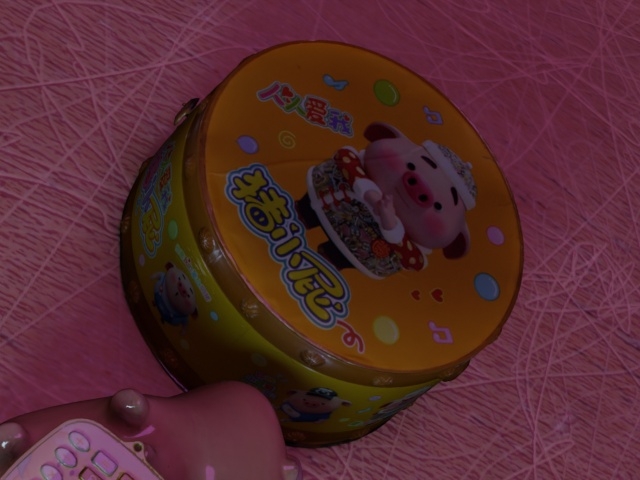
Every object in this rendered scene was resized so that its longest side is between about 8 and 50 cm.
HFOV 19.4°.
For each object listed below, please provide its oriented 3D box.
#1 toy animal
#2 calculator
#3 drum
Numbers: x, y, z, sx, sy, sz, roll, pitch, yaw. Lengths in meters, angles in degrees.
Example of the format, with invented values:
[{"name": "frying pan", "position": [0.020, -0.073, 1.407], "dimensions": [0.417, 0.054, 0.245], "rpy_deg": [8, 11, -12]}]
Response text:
[{"name": "toy animal", "position": [-0.179, 0.247, 1.827], "dimensions": [0.326, 0.269, 0.237], "rpy_deg": [-8, 64, -1]}, {"name": "calculator", "position": [-0.230, 0.267, 1.649], "dimensions": [0.157, 0.033, 0.236], "rpy_deg": [42, 65, -5]}, {"name": "drum", "position": [0.000, 0.000, 2.082], "dimensions": [0.431, 0.214, 0.431], "rpy_deg": [15, 57, -25]}]
